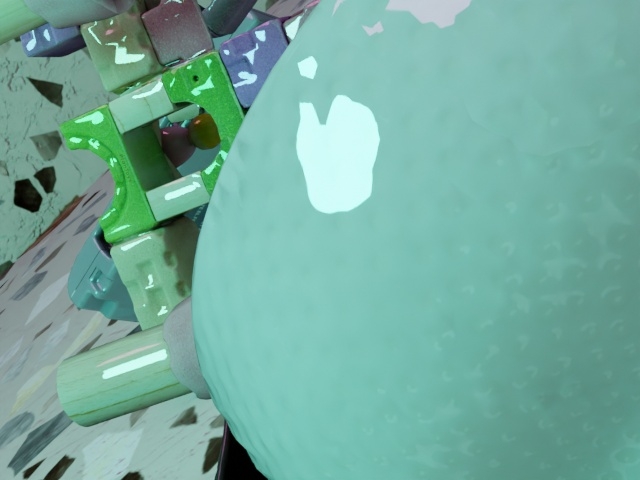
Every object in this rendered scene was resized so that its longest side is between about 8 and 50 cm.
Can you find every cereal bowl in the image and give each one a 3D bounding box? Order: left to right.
[{"bbox_3d":[0.132,0.009,0.511,0.339,0.339,0.141,-41,55,5],"label":"cereal bowl"}]

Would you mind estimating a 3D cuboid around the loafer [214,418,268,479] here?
[{"bbox_3d":[-0.042,0.172,0.802,0.109,0.095,0.302,-36,16,24],"label":"loafer"}]

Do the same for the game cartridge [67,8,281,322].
[{"bbox_3d":[-0.070,-0.051,1.280,0.198,0.062,0.297,9,-59,-51],"label":"game cartridge"}]

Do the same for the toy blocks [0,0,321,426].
[{"bbox_3d":[-0.026,-0.083,0.899,0.260,0.289,0.309,-21,4,23],"label":"toy blocks"}]
